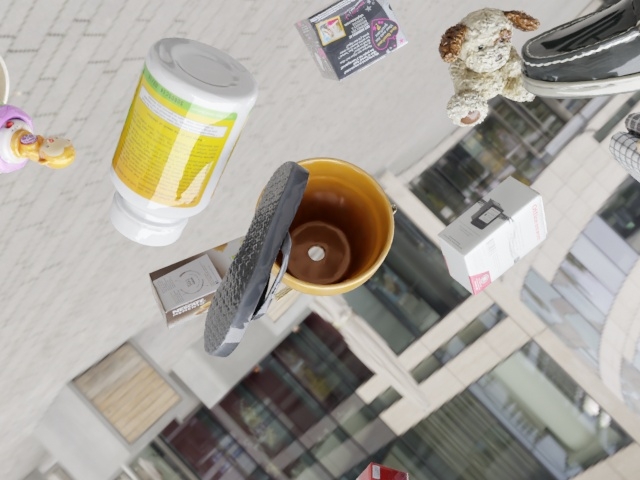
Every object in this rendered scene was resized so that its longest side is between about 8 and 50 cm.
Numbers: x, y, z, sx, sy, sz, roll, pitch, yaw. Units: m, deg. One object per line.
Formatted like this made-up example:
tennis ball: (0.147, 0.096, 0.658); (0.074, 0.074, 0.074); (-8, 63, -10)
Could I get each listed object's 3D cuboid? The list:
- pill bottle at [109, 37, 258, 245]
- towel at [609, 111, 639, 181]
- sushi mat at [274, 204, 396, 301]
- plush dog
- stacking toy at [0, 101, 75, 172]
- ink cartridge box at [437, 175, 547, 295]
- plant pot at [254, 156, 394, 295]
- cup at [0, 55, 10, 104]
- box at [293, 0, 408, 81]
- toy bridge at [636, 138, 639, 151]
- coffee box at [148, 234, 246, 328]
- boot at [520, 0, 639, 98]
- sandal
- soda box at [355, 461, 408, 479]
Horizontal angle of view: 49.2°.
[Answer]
pill bottle: (-0.185, -0.115, 0.880); (0.136, 0.136, 0.245); (-39, 163, -56)
towel: (0.721, -0.123, 1.333); (0.121, 0.284, 0.235); (-56, -145, 13)
sushi mat: (0.035, 0.028, 1.572); (0.316, 0.019, 0.151); (-37, -178, 27)
plush dog: (0.369, -0.420, 1.576); (0.262, 0.210, 0.225); (-23, 141, -8)
stacking toy: (-0.513, -0.158, 1.086); (0.175, 0.302, 0.165); (-58, 154, -46)
ink cartridge box: (0.260, -0.007, 1.049); (0.150, 0.063, 0.109); (-38, 138, -9)
plant pot: (0.000, 0.000, 1.103); (0.205, 0.205, 0.188); (-44, 170, -15)
cup: (-0.857, -0.349, 1.434); (0.331, 0.237, 0.331); (-41, 161, -17)
box: (0.059, -0.429, 1.447); (0.163, 0.142, 0.247); (-30, -162, 0)
toy bridge: (0.465, -0.061, 0.935); (0.026, 0.188, 0.063); (-41, -140, -18)
coffee box: (-0.242, 0.089, 1.540); (0.247, 0.098, 0.141); (-22, 162, -18)
boot: (0.221, -0.197, 0.422); (0.236, 0.178, 0.085); (-15, -144, 23)
sandal: (-0.064, 0.024, 0.831); (0.097, 0.054, 0.254); (-7, -124, 61)
soda box: (0.108, 0.548, 1.269); (0.263, 0.083, 0.092); (-84, -161, -51)
